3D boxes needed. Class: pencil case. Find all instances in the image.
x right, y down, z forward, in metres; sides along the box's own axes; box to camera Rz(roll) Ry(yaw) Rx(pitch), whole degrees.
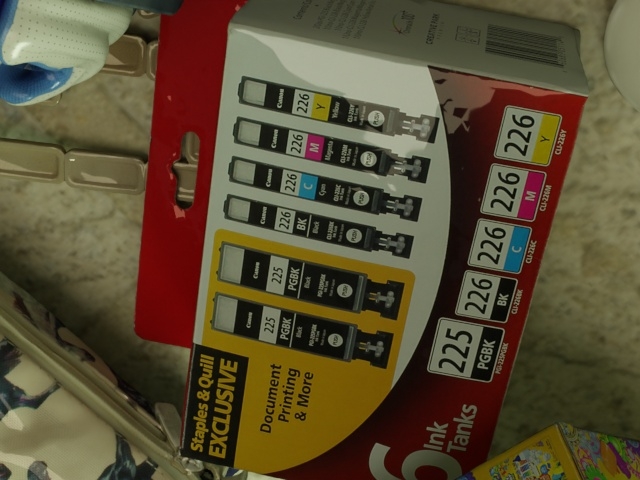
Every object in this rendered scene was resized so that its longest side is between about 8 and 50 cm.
[{"bbox_3d":[-0.249,0.101,0.838,0.410,0.160,0.183,41,113,-9],"label":"pencil case"}]

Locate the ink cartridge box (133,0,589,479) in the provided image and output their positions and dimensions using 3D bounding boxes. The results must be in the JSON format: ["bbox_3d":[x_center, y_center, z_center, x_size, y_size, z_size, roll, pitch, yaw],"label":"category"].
[{"bbox_3d":[0.000,0.000,0.739,0.272,0.130,0.309,11,118,4],"label":"ink cartridge box"}]

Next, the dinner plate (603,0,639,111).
[{"bbox_3d":[0.239,-0.115,0.671,0.141,0.017,0.141,6,137,5],"label":"dinner plate"}]

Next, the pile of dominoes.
[{"bbox_3d":[-0.181,-0.134,0.789,0.251,0.040,0.196,8,117,1],"label":"pile of dominoes"}]

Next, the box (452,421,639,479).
[{"bbox_3d":[0.141,0.270,0.738,0.279,0.177,0.290,-36,147,27],"label":"box"}]

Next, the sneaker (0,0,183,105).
[{"bbox_3d":[-0.148,-0.196,0.547,0.130,0.236,0.323,15,162,7],"label":"sneaker"}]
